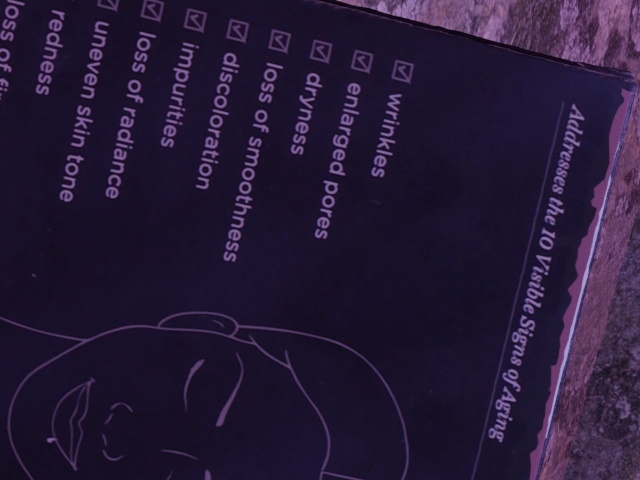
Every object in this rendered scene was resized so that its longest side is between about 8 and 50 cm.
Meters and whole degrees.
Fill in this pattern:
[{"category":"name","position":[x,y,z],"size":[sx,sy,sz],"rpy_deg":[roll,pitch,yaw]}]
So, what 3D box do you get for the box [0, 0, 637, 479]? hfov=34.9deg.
[{"category":"box","position":[-0.064,0.049,0.835],"size":[0.297,0.471,0.480],"rpy_deg":[-136,-121,-83]}]
